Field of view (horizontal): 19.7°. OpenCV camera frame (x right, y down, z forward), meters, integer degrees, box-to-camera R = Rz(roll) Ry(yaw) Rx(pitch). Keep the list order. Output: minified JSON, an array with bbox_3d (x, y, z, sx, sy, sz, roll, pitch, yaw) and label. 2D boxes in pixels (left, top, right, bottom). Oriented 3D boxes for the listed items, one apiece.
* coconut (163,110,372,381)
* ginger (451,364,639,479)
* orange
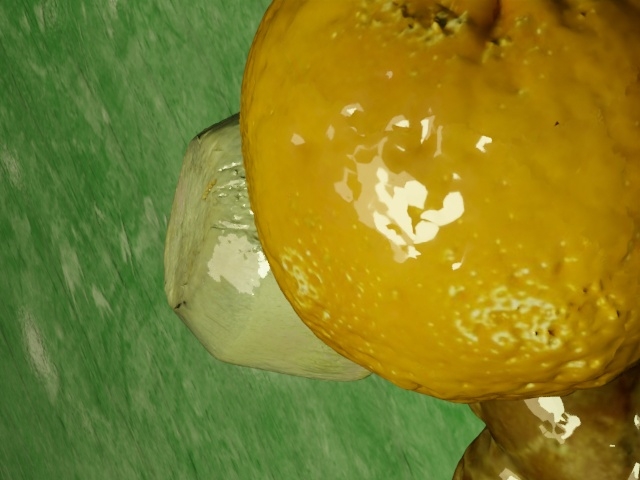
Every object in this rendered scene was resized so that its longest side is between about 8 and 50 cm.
[{"bbox_3d":[0.001,-0.001,1.479,0.227,0.230,0.227,-171,90,-74],"label":"coconut"},{"bbox_3d":[0.221,0.195,1.308,0.274,0.152,0.357,22,126,27],"label":"ginger"},{"bbox_3d":[0.111,-0.075,1.143,0.340,0.341,0.293,46,162,35],"label":"orange"}]
